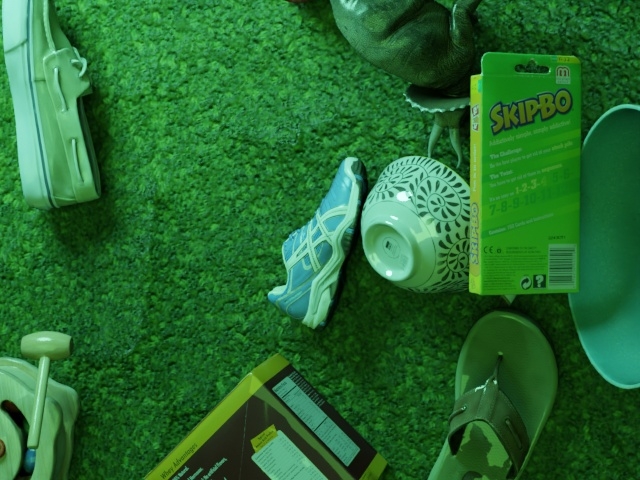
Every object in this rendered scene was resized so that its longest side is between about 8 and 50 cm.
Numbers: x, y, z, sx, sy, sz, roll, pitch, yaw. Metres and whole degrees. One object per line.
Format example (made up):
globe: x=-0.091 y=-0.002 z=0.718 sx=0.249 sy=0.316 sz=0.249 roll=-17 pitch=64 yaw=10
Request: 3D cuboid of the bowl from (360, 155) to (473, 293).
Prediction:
bowl: x=0.100 y=-0.002 z=1.367 sx=0.170 sy=0.080 sz=0.170 roll=26 pitch=130 yaw=35

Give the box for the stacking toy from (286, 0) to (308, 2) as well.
stacking toy: x=-0.084 y=-0.426 z=1.399 sx=0.141 sy=0.141 sz=0.330 roll=-25 pitch=96 yaw=14

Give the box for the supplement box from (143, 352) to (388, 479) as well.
supplement box: x=-0.062 y=0.275 z=1.446 sx=0.194 sy=0.129 sz=0.191 roll=46 pitch=103 yaw=5

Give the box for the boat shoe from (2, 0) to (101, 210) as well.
boat shoe: x=-0.326 y=-0.188 z=1.491 sx=0.094 sy=0.109 sz=0.302 roll=-5 pitch=103 yaw=-2

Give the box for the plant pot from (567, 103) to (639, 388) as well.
plant pot: x=0.401 y=0.007 z=1.264 sx=0.196 sy=0.290 sz=0.290 roll=0 pitch=96 yaw=-12

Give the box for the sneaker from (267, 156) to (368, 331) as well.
sneaker: x=0.000 y=0.000 z=1.433 sx=0.081 sy=0.080 sz=0.211 roll=19 pitch=98 yaw=8

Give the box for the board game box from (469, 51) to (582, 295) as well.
board game box: x=0.223 y=-0.072 z=1.322 sx=0.124 sy=0.039 sz=0.259 roll=-1 pitch=95 yaw=-20

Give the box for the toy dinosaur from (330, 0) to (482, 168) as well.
toy dinosaur: x=0.095 y=-0.239 z=1.336 sx=0.313 sy=0.121 sz=0.160 roll=40 pitch=72 yaw=-16

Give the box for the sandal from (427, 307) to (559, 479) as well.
sandal: x=0.195 y=0.228 z=1.405 sx=0.120 sy=0.086 sz=0.302 roll=16 pitch=98 yaw=11

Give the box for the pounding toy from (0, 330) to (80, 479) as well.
pounding toy: x=-0.397 y=0.236 z=1.505 sx=0.154 sy=0.155 sz=0.269 roll=9 pitch=97 yaw=7

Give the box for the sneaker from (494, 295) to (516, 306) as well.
sneaker: x=0.191 y=-0.024 z=1.402 sx=0.086 sy=0.064 sz=0.192 roll=-35 pitch=82 yaw=-2
